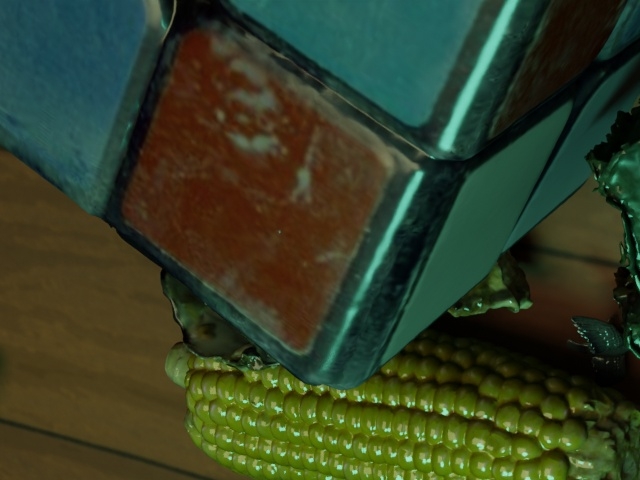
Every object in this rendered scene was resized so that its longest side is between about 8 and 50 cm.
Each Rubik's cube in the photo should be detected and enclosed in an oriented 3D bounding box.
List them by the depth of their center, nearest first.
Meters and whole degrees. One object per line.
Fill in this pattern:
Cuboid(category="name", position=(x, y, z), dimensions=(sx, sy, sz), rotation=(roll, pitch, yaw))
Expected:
Cuboid(category="Rubik's cube", position=(0.018, -0.171, 0.920), dimensions=(0.318, 0.313, 0.316), rotation=(35, 127, 16))

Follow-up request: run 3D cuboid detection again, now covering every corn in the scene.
Cuboid(category="corn", position=(0.043, 0.114, 1.159), dimensions=(0.347, 0.130, 0.130), rotation=(11, 117, 32))

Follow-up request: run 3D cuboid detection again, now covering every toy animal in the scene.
Cuboid(category="toy animal", position=(0.182, 0.064, 1.105), dimensions=(0.028, 0.050, 0.084), rotation=(60, 178, 35))

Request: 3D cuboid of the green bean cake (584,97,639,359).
Cuboid(category="green bean cake", position=(0.221, 0.011, 0.974), dimensions=(0.208, 0.107, 0.193), rotation=(42, 133, -12))

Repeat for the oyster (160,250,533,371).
Cuboid(category="oyster", position=(0.000, 0.000, 1.129), dimensions=(0.083, 0.214, 0.223), rotation=(76, 168, -54))
